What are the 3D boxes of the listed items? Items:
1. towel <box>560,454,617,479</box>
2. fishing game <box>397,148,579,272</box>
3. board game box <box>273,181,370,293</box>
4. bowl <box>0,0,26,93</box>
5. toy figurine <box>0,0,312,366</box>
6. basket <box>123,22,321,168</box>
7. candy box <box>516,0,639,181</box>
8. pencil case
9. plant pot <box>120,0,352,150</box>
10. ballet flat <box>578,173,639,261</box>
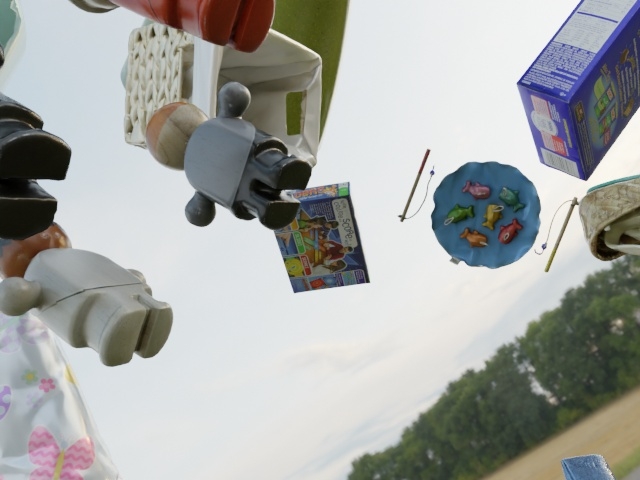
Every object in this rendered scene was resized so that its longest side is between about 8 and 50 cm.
[{"bbox_3d":[0.376,0.344,1.002,0.067,0.119,0.029,-9,-58,1],"label":"towel"},{"bbox_3d":[0.266,-0.037,1.202,0.041,0.264,0.189,-48,-20,-65],"label":"fishing game"},{"bbox_3d":[0.000,0.000,1.206,0.136,0.035,0.201,-8,-48,7],"label":"board game box"},{"bbox_3d":[-0.457,-0.259,0.824,0.163,0.311,0.311,-53,-6,-35],"label":"bowl"},{"bbox_3d":[-0.125,-0.057,0.424,0.213,0.148,0.209,-48,-32,-22],"label":"toy figurine"},{"bbox_3d":[-0.083,-0.125,0.652,0.103,0.113,0.167,2,-1,29],"label":"basket"},{"bbox_3d":[0.526,-0.316,1.388,0.317,0.122,0.268,-51,-36,-7],"label":"candy box"},{"bbox_3d":[-0.304,0.179,0.756,0.124,0.273,0.113,-24,-15,-26],"label":"pencil case"},{"bbox_3d":[-0.069,-0.293,0.901,0.275,0.275,0.293,-8,-48,-47],"label":"plant pot"},{"bbox_3d":[0.272,-0.026,0.527,0.073,0.067,0.206,14,-19,-20],"label":"ballet flat"}]
